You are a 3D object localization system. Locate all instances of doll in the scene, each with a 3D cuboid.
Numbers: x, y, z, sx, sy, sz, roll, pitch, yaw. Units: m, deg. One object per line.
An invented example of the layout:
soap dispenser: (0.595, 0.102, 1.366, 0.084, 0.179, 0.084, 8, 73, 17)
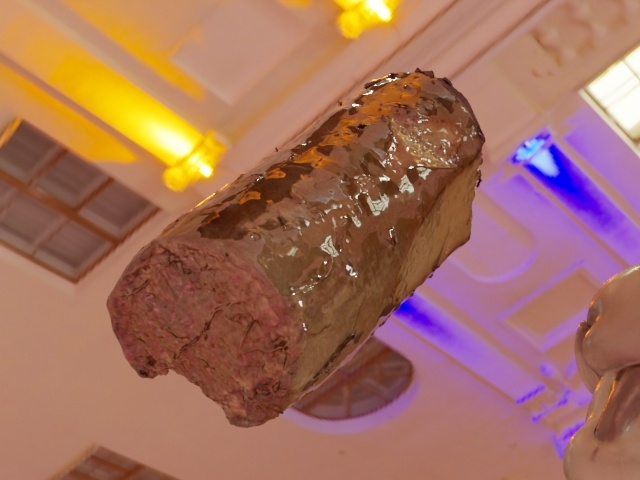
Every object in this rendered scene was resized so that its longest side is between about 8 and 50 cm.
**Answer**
doll: (0.416, 0.200, 1.251, 0.226, 0.215, 0.370, -8, -115, 31)

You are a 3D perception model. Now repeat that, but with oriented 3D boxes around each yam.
yam: (-0.002, 0.000, 0.587, 0.128, 0.129, 0.238, -13, -162, 45)
